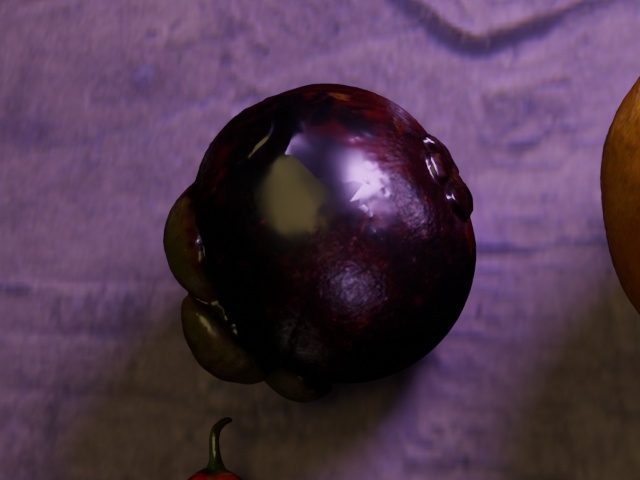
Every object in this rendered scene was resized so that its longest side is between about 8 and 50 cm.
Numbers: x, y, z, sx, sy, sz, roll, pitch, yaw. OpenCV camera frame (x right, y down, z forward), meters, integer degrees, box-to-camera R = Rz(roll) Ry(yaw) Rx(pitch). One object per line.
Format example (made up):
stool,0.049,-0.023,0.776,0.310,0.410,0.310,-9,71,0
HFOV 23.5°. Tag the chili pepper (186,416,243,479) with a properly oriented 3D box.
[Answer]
chili pepper,-0.071,0.210,1.020,0.059,0.050,0.191,-4,74,9

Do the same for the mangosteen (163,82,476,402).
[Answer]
mangosteen,0.000,0.000,0.988,0.209,0.210,0.210,-11,64,24

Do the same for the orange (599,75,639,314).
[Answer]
orange,0.272,-0.025,0.837,0.240,0.240,0.240,-11,64,24
